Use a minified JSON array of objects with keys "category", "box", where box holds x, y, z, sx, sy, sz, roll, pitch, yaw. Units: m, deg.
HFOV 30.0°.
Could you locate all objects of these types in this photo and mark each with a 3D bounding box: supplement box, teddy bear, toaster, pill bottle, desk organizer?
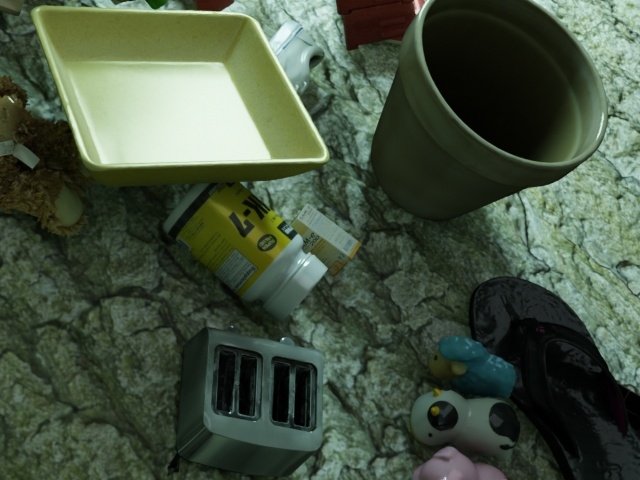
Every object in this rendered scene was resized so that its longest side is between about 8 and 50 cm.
[{"category":"supplement box","box":[0.000,0.000,1.716,0.098,0.062,0.036,36,53,-4]},{"category":"teddy bear","box":[-0.440,-0.122,1.537,0.338,0.113,0.245,10,65,-32]},{"category":"toaster","box":[-0.092,0.209,1.510,0.168,0.110,0.186,14,56,-20]},{"category":"pill bottle","box":[-0.100,0.007,1.622,0.208,0.119,0.119,41,51,-1]},{"category":"desk organizer","box":[0.470,0.263,1.821,0.130,0.050,0.047,29,52,-10]}]

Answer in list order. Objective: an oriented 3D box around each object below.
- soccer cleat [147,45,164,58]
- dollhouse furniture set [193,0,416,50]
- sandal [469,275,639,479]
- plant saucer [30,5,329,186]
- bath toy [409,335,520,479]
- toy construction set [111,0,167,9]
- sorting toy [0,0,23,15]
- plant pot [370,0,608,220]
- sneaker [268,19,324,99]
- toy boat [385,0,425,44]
[{"category":"soccer cleat","box":[-0.230,-0.252,1.735,0.179,0.072,0.060,30,52,-10]},{"category":"dollhouse furniture set","box":[-0.048,-0.401,1.827,0.374,0.152,0.201,-8,52,6]},{"category":"sandal","box":[0.377,0.232,1.730,0.167,0.107,0.446,-27,76,-19]},{"category":"plant saucer","box":[-0.198,-0.182,1.597,0.332,0.081,0.333,-3,46,-27]},{"category":"bath toy","box":[0.191,0.307,1.596,0.151,0.129,0.348,-1,55,10]},{"category":"toy construction set","box":[-0.248,-0.483,1.723,0.237,0.309,0.257,51,18,-26]},{"category":"sorting toy","box":[-0.491,-0.383,1.689,0.274,0.046,0.132,16,55,-20]},{"category":"plant pot","box":[0.218,-0.178,1.801,0.323,0.280,0.323,14,57,-22]},{"category":"sneaker","box":[-0.065,-0.240,1.804,0.091,0.094,0.258,33,51,-2]},{"category":"toy boat","box":[0.117,-0.452,1.994,0.151,0.151,0.231,5,60,-27]}]
